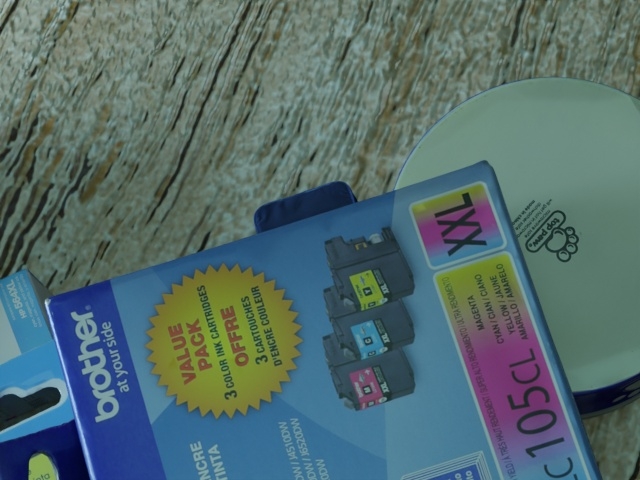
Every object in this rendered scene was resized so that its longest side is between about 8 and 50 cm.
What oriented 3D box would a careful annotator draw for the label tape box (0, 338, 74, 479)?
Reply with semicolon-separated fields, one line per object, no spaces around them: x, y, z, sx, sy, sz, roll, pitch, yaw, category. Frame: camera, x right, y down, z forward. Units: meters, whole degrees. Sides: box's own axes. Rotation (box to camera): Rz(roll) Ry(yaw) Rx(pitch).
-0.176;0.260;1.335;0.249;0.115;0.347;-26;73;-1;label tape box

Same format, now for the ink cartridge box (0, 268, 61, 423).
-0.280;0.100;1.405;0.143;0.092;0.089;-23;73;-1;ink cartridge box

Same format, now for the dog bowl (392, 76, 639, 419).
0.184;0.007;1.373;0.265;0.104;0.264;-2;74;6;dog bowl

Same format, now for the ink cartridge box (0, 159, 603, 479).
-0.026;0.137;1.224;0.396;0.151;0.270;-18;75;0;ink cartridge box

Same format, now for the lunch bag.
0.000;0.000;1.417;0.098;0.065;0.067;-16;58;3;lunch bag
